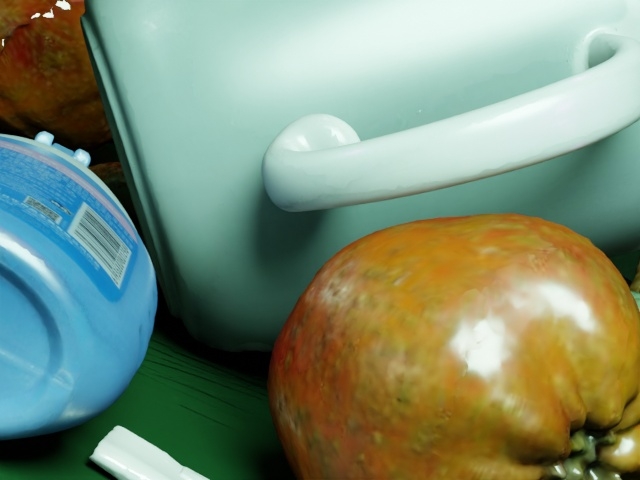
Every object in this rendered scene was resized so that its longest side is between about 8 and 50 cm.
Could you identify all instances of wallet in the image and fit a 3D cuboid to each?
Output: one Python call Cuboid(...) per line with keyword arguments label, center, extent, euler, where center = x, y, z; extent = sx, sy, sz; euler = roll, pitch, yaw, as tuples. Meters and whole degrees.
Cuboid(label="wallet", center=(-0.054, 0.104, 0.685), extent=(0.083, 0.011, 0.044), euler=(30, 8, 1))

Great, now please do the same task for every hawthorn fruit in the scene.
Cuboid(label="hawthorn fruit", center=(-0.191, -0.149, 1.201), extent=(0.179, 0.173, 0.173), euler=(33, 7, -19))
Cuboid(label="hawthorn fruit", center=(0.065, 0.071, 0.740), extent=(0.189, 0.189, 0.189), euler=(30, 8, -5))

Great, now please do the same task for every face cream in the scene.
Cuboid(label="face cream", center=(-0.139, 0.005, 0.723), extent=(0.149, 0.083, 0.264), euler=(30, 8, -7))

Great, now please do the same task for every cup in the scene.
Cuboid(label="cup", center=(0.029, -0.069, 0.894), extent=(0.356, 0.274, 0.259), euler=(-130, -156, -75))

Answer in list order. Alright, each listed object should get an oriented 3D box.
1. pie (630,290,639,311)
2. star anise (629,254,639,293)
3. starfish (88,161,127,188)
Cuboid(label="pie", center=(0.176, 0.119, 0.849), extent=(0.240, 0.054, 0.240), euler=(31, -37, 27))
Cuboid(label="star anise", center=(0.223, 0.089, 1.387), extent=(0.196, 0.111, 0.212), euler=(-5, 63, -39))
Cuboid(label="starfish", center=(-0.001, -0.003, 1.162), extent=(0.358, 0.078, 0.347), euler=(20, 10, -16))
